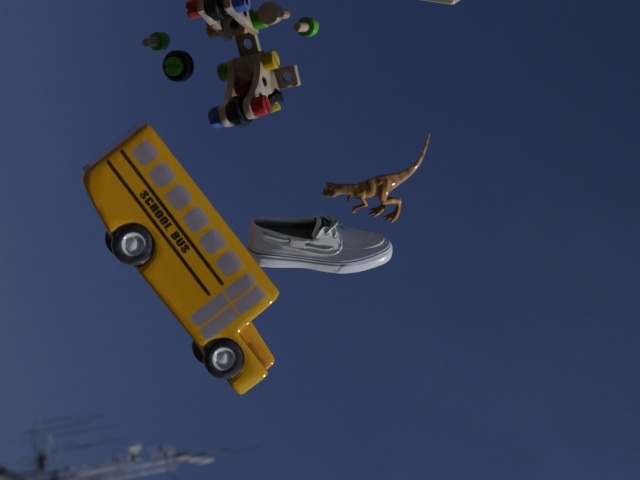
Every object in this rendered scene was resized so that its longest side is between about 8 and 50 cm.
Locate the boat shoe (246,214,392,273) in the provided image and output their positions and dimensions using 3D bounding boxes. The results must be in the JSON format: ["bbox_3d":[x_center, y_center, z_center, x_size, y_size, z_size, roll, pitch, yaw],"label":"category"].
[{"bbox_3d":[0.000,0.000,1.971,0.083,0.226,0.076,-104,-167,-57],"label":"boat shoe"}]

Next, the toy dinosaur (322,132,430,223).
[{"bbox_3d":[0.112,-0.094,2.235,0.064,0.211,0.112,-119,-169,-57],"label":"toy dinosaur"}]

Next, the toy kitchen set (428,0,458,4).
[{"bbox_3d":[0.094,-0.408,1.677,0.207,0.122,0.166,10,-71,12],"label":"toy kitchen set"}]

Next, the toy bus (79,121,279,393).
[{"bbox_3d":[-0.164,0.025,1.577,0.333,0.130,0.108,53,-8,-13],"label":"toy bus"}]

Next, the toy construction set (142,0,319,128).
[{"bbox_3d":[-0.107,-0.362,2.368,0.309,0.237,0.257,-37,-97,24],"label":"toy construction set"}]
